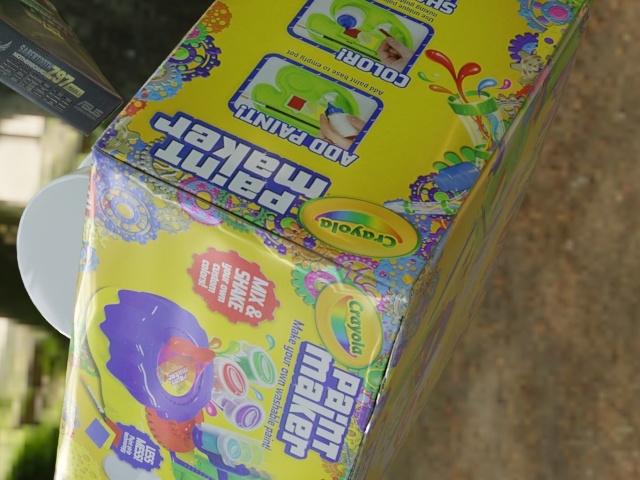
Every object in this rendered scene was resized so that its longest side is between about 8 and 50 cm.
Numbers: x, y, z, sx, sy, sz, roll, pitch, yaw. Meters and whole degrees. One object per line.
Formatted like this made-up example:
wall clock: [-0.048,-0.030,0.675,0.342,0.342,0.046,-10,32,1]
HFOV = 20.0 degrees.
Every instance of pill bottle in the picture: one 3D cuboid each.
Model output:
pill bottle: [-0.102,-0.020,1.421,0.162,0.278,0.162,9,110,26]

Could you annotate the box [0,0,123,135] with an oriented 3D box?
box: [-0.311,-0.216,1.768,0.059,0.233,0.183,-42,58,9]

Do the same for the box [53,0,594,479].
box: [0.000,0.000,1.040,0.279,0.177,0.290,-56,-13,-42]
